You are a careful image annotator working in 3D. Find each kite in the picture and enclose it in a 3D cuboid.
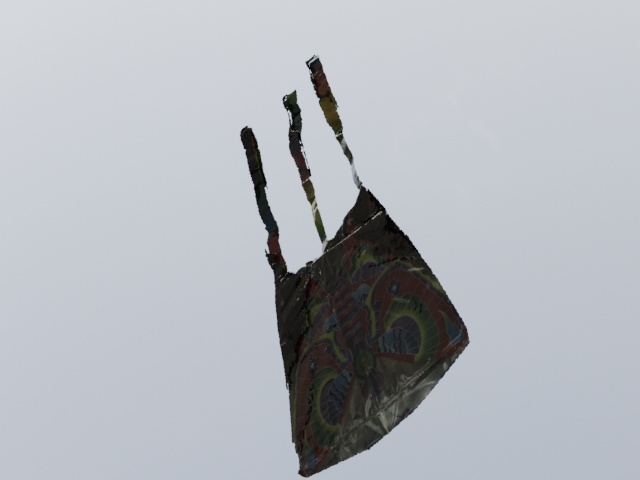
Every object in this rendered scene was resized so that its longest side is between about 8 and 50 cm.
[{"bbox_3d":[0.000,0.000,0.728,0.152,0.015,0.285,-45,-136,31],"label":"kite"}]
